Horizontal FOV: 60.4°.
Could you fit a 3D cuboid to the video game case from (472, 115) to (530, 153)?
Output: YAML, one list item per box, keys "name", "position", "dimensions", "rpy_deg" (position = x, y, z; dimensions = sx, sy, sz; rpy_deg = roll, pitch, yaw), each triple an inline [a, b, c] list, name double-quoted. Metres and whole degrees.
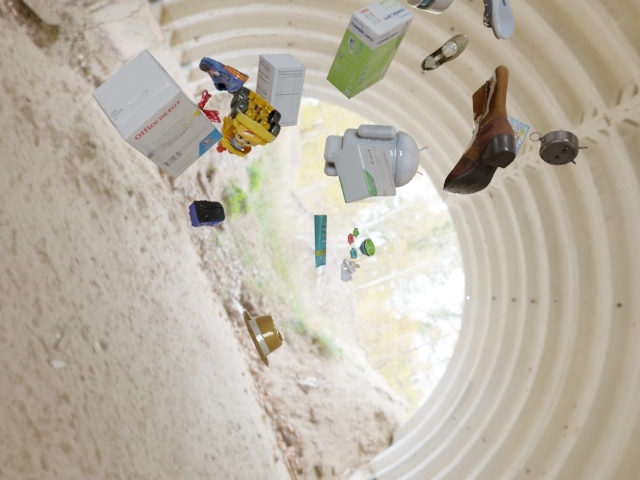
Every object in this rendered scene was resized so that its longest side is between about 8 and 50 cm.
- name: "video game case"
  position: [0.617, -0.377, 1.879]
  dimensions: [0.166, 0.119, 0.015]
  rpy_deg: [29, -14, 6]

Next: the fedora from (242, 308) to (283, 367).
- name: "fedora"
  position: [-0.157, 0.267, 1.572]
  dimensions: [0.194, 0.079, 0.194]
  rpy_deg: [156, -90, -82]

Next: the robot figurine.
- name: "robot figurine"
  position: [0.190, -0.285, 1.917]
  dimensions: [0.300, 0.353, 0.200]
  rpy_deg: [86, 9, -57]

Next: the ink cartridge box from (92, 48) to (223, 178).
- name: "ink cartridge box"
  position: [-0.387, -0.300, 1.332]
  dimensions: [0.168, 0.171, 0.233]
  rpy_deg: [49, 0, 22]

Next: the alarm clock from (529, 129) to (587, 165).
- name: "alarm clock"
  position: [0.810, -0.325, 1.910]
  dimensions: [0.129, 0.192, 0.064]
  rpy_deg: [-54, -166, 56]

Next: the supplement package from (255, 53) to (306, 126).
- name: "supplement package"
  position: [-0.159, -0.574, 2.109]
  dimensions: [0.134, 0.139, 0.244]
  rpy_deg: [49, -41, 39]

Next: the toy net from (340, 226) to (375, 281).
- name: "toy net"
  position: [0.122, 0.051, 1.924]
  dimensions: [0.122, 0.045, 0.232]
  rpy_deg: [63, 36, -24]

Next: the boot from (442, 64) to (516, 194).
- name: "boot"
  position: [0.410, -0.286, 1.469]
  dimensions: [0.264, 0.096, 0.280]
  rpy_deg: [123, -25, -59]

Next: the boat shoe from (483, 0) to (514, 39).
- name: "boat shoe"
  position: [0.531, -0.695, 1.685]
  dimensions: [0.076, 0.080, 0.228]
  rpy_deg: [-32, -126, 52]

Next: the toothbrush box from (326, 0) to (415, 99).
- name: "toothbrush box"
  position: [0.164, -0.645, 1.850]
  dimensions: [0.122, 0.206, 0.283]
  rpy_deg: [45, -34, 9]

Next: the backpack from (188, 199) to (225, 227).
- name: "backpack"
  position: [-0.421, -0.098, 2.040]
  dimensions: [0.101, 0.120, 0.098]
  rpy_deg: [-27, -107, 53]

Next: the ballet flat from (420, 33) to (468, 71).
- name: "ballet flat"
  position: [0.453, -0.683, 2.028]
  dimensions: [0.206, 0.067, 0.073]
  rpy_deg: [-32, -84, 46]

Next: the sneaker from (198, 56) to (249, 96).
- name: "sneaker"
  position: [-0.333, -0.540, 1.809]
  dimensions: [0.221, 0.087, 0.083]
  rpy_deg: [33, 12, 36]

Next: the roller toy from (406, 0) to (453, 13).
- name: "roller toy"
  position: [0.385, -0.905, 1.913]
  dimensions: [0.191, 0.146, 0.209]
  rpy_deg: [-107, -148, -47]

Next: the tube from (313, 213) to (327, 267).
- name: "tube"
  position: [0.000, 0.000, 2.147]
  dimensions: [0.052, 0.080, 0.207]
  rpy_deg: [6, -79, 36]

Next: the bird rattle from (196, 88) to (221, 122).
- name: "bird rattle"
  position: [-0.430, -0.361, 1.688]
  dimensions: [0.143, 0.253, 0.207]
  rpy_deg: [40, -5, -34]

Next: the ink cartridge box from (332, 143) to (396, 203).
- name: "ink cartridge box"
  position: [0.134, -0.193, 1.622]
  dimensions: [0.212, 0.093, 0.154]
  rpy_deg: [-11, 85, -61]

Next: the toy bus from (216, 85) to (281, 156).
- name: "toy bus"
  position: [-0.237, -0.328, 1.656]
  dimensions: [0.149, 0.211, 0.220]
  rpy_deg: [35, 24, -25]
